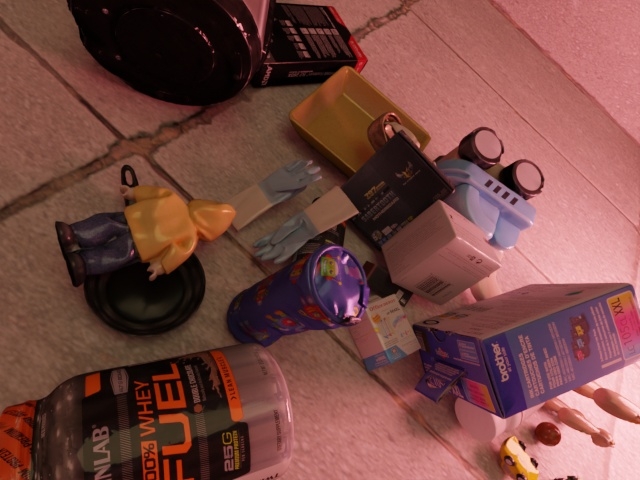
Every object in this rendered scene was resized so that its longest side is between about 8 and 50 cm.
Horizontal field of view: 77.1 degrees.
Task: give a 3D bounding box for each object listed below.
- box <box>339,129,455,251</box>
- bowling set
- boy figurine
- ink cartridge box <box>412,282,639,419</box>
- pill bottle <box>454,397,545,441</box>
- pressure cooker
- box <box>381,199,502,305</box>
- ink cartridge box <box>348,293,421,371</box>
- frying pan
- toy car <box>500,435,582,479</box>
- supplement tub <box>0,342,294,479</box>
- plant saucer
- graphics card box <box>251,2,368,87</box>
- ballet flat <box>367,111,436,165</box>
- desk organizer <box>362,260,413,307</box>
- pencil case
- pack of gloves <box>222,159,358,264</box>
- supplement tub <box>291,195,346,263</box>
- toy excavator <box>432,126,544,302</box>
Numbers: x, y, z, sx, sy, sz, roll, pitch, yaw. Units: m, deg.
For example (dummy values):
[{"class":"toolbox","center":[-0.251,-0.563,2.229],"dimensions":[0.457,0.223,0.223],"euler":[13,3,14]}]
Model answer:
[{"class":"box","center":[0.165,-0.112,0.945],"dimensions":[0.183,0.233,0.059],"euler":[47,27,-2]},{"class":"bowling set","center":[0.618,0.416,0.961],"dimensions":[0.154,0.287,0.199],"euler":[31,97,-1]},{"class":"boy figurine","center":[-0.288,-0.023,0.697],"dimensions":[0.285,0.092,0.177],"euler":[-22,77,-36]},{"class":"ink cartridge box","center":[0.374,0.207,0.810],"dimensions":[0.396,0.270,0.151],"euler":[-14,86,-13]},{"class":"pill bottle","center":[0.410,0.347,0.896],"dimensions":[0.221,0.121,0.121],"euler":[-15,72,-32]},{"class":"pressure cooker","center":[-0.280,-0.557,0.843],"dimensions":[0.370,0.375,0.420],"euler":[3,69,-1]},{"class":"box","center":[0.273,0.035,0.921],"dimensions":[0.181,0.182,0.119],"euler":[26,36,-32]},{"class":"ink cartridge box","center":[0.126,0.187,0.855],"dimensions":[0.092,0.090,0.143],"euler":[-15,73,-32]},{"class":"frying pan","center":[-0.346,0.028,0.721],"dimensions":[0.197,0.053,0.326],"euler":[-33,81,-37]},{"class":"toy car","center":[0.486,0.553,0.869],"dimensions":[0.225,0.053,0.238],"euler":[10,61,-23]},{"class":"supplement tub","center":[-0.225,0.271,0.557],"dimensions":[0.338,0.207,0.207],"euler":[-5,67,-29]},{"class":"plant saucer","center":[0.109,-0.290,1.109],"dimensions":[0.333,0.081,0.332],"euler":[39,53,-3]},{"class":"graphics card box","center":[-0.069,-0.568,1.157],"dimensions":[0.371,0.094,0.232],"euler":[-20,75,-35]},{"class":"ballet flat","center":[0.221,-0.185,0.994],"dimensions":[0.108,0.106,0.315],"euler":[-25,78,-34]},{"class":"desk organizer","center":[0.152,0.101,0.938],"dimensions":[0.130,0.050,0.047],"euler":[35,86,-25]},{"class":"pencil case","center":[-0.043,0.107,0.682],"dimensions":[0.133,0.306,0.119],"euler":[34,54,-22]},{"class":"pack of gloves","center":[-0.067,-0.061,0.863],"dimensions":[0.232,0.046,0.195],"euler":[-33,67,-8]},{"class":"supplement tub","center":[0.000,0.000,0.881],"dimensions":[0.106,0.106,0.197],"euler":[21,56,-16]},{"class":"toy excavator","center":[0.433,0.001,1.071],"dimensions":[0.433,0.222,0.445],"euler":[33,68,-9]}]
